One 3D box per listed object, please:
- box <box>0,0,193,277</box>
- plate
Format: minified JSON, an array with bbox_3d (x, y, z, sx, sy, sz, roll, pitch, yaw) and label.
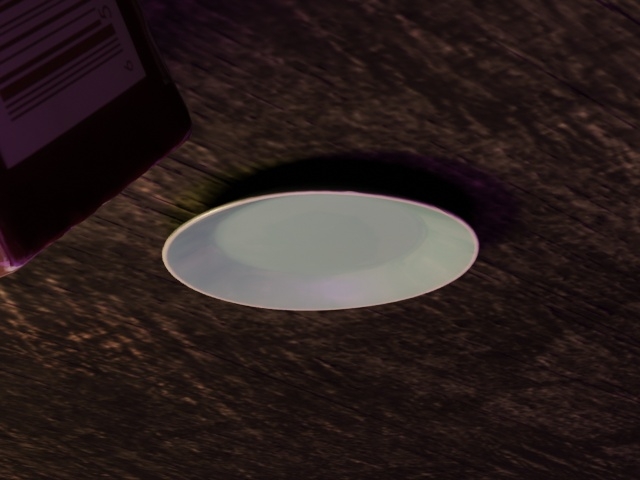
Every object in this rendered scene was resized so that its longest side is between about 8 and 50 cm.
[{"bbox_3d":[-0.257,-0.056,0.645,0.381,0.191,0.143,-14,-164,26],"label":"box"},{"bbox_3d":[0.000,0.000,1.065,0.188,0.024,0.188,-2,157,-1],"label":"plate"}]
